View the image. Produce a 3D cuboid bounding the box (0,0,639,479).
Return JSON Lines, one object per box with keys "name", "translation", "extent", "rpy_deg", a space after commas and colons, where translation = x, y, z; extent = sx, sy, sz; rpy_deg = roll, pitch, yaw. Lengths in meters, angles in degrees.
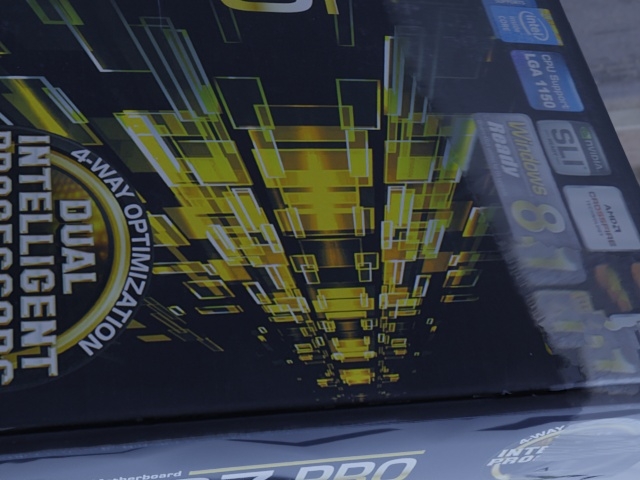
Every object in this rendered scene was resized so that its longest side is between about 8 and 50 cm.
{"name": "box", "translation": [-0.048, -0.079, 0.442], "extent": [0.318, 0.395, 0.097], "rpy_deg": [0, 146, -17]}
